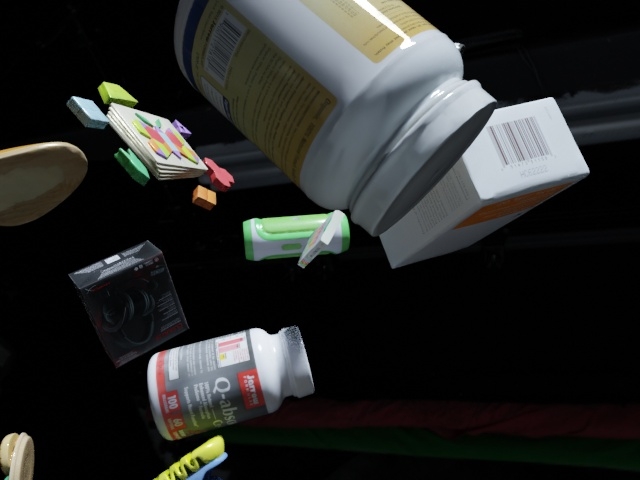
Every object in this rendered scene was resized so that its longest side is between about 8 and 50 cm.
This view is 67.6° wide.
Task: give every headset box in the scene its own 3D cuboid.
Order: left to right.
[{"bbox_3d":[-0.144,0.052,0.370,0.032,0.062,0.083,24,-48,47],"label":"headset box"}]

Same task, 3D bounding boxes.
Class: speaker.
[{"bbox_3d":[-0.071,-0.012,1.384,0.297,0.131,0.131,-5,-47,-7],"label":"speaker"}]

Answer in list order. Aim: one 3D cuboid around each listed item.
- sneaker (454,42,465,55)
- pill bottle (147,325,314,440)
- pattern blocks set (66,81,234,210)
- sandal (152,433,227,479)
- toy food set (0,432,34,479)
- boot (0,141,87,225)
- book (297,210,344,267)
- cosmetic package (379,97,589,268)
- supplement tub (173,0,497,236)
[{"bbox_3d":[0.283,-0.478,1.290,0.178,0.295,0.123,15,-81,8],"label":"sneaker"},{"bbox_3d":[-0.212,0.334,1.166,0.363,0.210,0.210,-14,-49,-8],"label":"pill bottle"},{"bbox_3d":[-0.283,-0.172,0.857,0.026,0.325,0.285,-41,-81,15],"label":"pattern blocks set"},{"bbox_3d":[-0.323,0.579,1.065,0.317,0.126,0.138,-36,-98,5],"label":"sandal"},{"bbox_3d":[-0.323,0.248,0.507,0.020,0.082,0.083,1,-21,-20],"label":"toy food set"},{"bbox_3d":[-0.481,-0.089,0.631,0.211,0.295,0.104,44,-22,36],"label":"boot"},{"bbox_3d":[0.000,0.000,1.105,0.035,0.096,0.144,34,-34,-7],"label":"book"},{"bbox_3d":[0.292,-0.091,1.007,0.230,0.161,0.453,-15,-13,-14],"label":"cosmetic package"},{"bbox_3d":[0.014,-0.179,0.551,0.316,0.228,0.228,45,-47,12],"label":"supplement tub"}]
